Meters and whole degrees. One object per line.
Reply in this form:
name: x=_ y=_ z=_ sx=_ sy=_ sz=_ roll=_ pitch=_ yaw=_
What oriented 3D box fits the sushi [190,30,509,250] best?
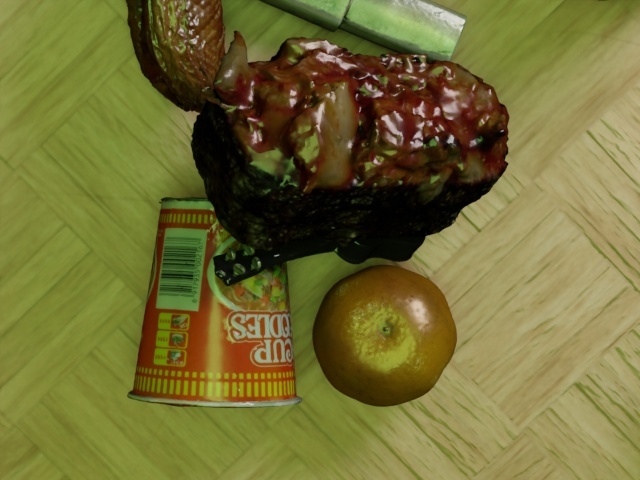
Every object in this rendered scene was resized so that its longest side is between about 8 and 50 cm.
sushi: x=0.020 y=-0.109 z=1.654 sx=0.343 sy=0.196 sz=0.182 roll=-1 pitch=141 yaw=-32

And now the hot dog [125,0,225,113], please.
hot dog: x=-0.145 y=-0.240 z=1.697 sx=0.099 sy=0.160 sz=0.227 roll=-8 pitch=97 yaw=-12

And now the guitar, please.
guitar: x=0.000 y=-0.001 z=1.704 sx=0.084 sy=0.271 sz=0.038 roll=58 pitch=135 yaw=20

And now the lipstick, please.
lipstick: x=0.025 y=-0.255 z=1.736 sx=0.253 sy=0.079 sz=0.077 roll=23 pitch=90 yaw=-4

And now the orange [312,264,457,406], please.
orange: x=0.069 y=0.103 z=1.771 sx=0.155 sy=0.134 sz=0.154 roll=-1 pitch=75 yaw=3

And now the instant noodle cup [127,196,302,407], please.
instant noodle cup: x=-0.109 y=0.063 z=1.738 sx=0.193 sy=0.193 sz=0.212 roll=2 pitch=89 yaw=-2
